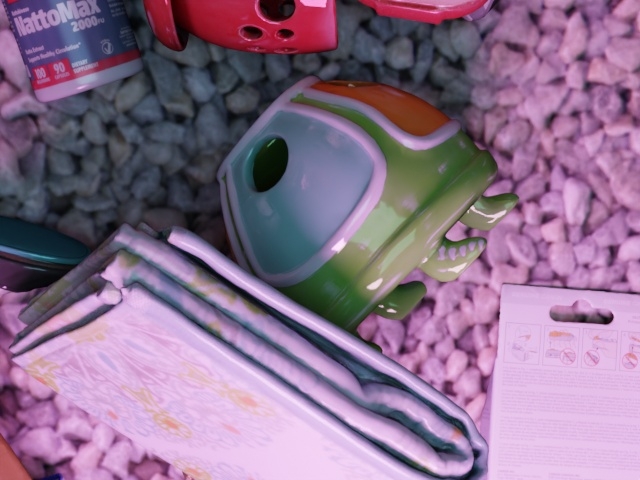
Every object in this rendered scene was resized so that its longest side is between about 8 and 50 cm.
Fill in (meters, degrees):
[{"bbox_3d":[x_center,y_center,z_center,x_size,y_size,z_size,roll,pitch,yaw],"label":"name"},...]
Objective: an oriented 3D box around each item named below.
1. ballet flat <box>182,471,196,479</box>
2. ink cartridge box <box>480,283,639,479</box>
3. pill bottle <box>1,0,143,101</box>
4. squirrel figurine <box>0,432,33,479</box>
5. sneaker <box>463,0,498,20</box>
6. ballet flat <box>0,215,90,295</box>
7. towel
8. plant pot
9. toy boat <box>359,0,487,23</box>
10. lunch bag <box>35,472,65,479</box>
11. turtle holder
[{"bbox_3d":[-0.086,0.304,1.193,0.073,0.067,0.206,-35,103,4],"label":"ballet flat"},{"bbox_3d":[0.274,0.172,1.218,0.189,0.066,0.232,5,81,-6],"label":"ink cartridge box"},{"bbox_3d":[-0.243,-0.230,1.043,0.108,0.108,0.180,-18,103,-1],"label":"pill bottle"},{"bbox_3d":[-0.494,0.240,1.065,0.370,0.281,0.397,-24,66,24],"label":"squirrel figurine"},{"bbox_3d":[0.213,-0.297,1.085,0.083,0.084,0.215,36,96,-16],"label":"sneaker"},{"bbox_3d":[-0.364,0.006,1.098,0.280,0.095,0.096,21,110,1],"label":"ballet flat"},{"bbox_3d":[-0.080,0.136,1.007,0.374,0.320,0.090,37,59,-17],"label":"towel"},{"bbox_3d":[-0.073,-0.264,1.011,0.174,0.191,0.191,-2,102,0],"label":"plant pot"},{"bbox_3d":[0.103,-0.294,1.047,0.151,0.151,0.231,11,70,7],"label":"toy boat"},{"bbox_3d":[-0.319,0.335,1.170,0.151,0.096,0.129,-19,105,14],"label":"lunch bag"},{"bbox_3d":[0.012,-0.012,1.074,0.227,0.243,0.320,43,135,2],"label":"turtle holder"}]
